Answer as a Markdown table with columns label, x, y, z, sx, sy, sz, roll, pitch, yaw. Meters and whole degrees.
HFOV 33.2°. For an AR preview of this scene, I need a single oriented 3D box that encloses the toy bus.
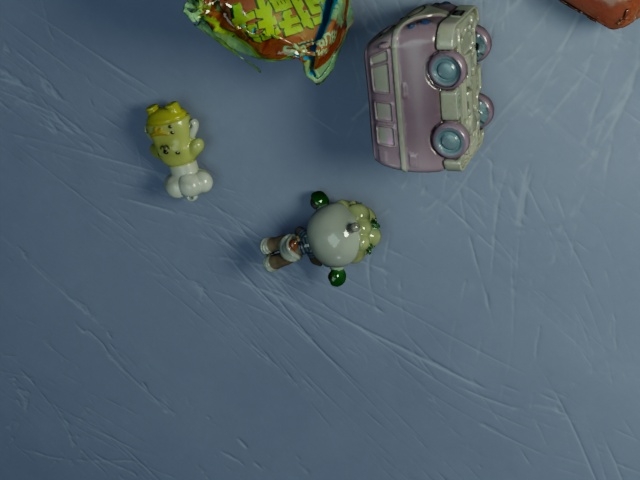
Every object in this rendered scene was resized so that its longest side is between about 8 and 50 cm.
| label | x | y | z | sx | sy | sz | roll | pitch | yaw |
| --- | --- | --- | --- | --- | --- | --- | --- | --- | --- |
| toy bus | 0.139 | -0.200 | 1.394 | 0.142 | 0.142 | 0.202 | 6 | 118 | 25 |

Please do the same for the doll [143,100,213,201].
| label | x | y | z | sx | sy | sz | roll | pitch | yaw |
| --- | --- | --- | --- | --- | --- | --- | --- | --- | --- |
| doll | -0.221 | -0.136 | 1.668 | 0.106 | 0.062 | 0.162 | -3 | 115 | 34 |

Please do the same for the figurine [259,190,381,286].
| label | x | y | z | sx | sy | sz | roll | pitch | yaw |
| --- | --- | --- | --- | --- | --- | --- | --- | --- | --- |
| figurine | 0.001 | 0.000 | 1.608 | 0.197 | 0.094 | 0.147 | -17 | 84 | 41 |

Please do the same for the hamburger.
| label | x | y | z | sx | sy | sz | roll | pitch | yaw |
| --- | --- | --- | --- | --- | --- | --- | --- | --- | --- |
| hamburger | -0.079 | -0.345 | 1.390 | 0.150 | 0.261 | 0.275 | -17 | 72 | 56 |

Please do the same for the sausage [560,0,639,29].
| label | x | y | z | sx | sy | sz | roll | pitch | yaw |
| --- | --- | --- | --- | --- | --- | --- | --- | --- | --- |
| sausage | 0.324 | -0.308 | 1.284 | 0.141 | 0.076 | 0.076 | 36 | 126 | 7 |
